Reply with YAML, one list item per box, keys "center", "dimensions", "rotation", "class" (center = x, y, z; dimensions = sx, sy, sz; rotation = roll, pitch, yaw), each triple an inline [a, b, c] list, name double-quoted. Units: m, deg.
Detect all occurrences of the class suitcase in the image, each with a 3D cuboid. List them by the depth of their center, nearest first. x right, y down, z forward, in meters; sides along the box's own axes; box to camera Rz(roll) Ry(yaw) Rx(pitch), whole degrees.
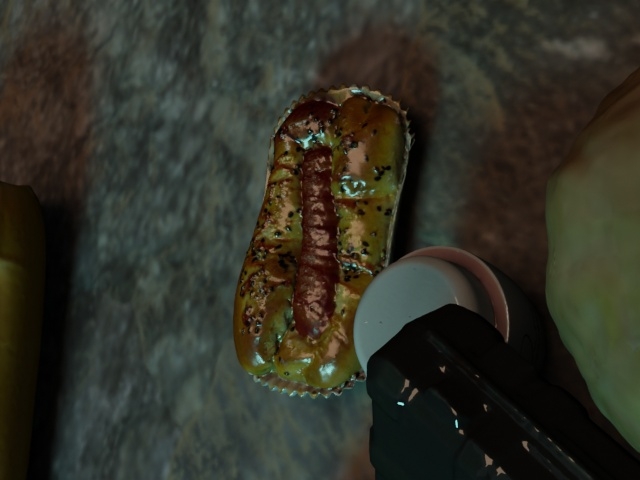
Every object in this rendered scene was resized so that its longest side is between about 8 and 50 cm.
- center: [0.127, 0.177, 0.589]
  dimensions: [0.066, 0.206, 0.285]
  rotation: [-30, 51, -23]
  class: "suitcase"

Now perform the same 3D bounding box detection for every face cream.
- center: [0.071, 0.052, 0.715]
  dimensions: [0.091, 0.095, 0.091]
  rotation: [-10, 72, 34]
  class: "face cream"

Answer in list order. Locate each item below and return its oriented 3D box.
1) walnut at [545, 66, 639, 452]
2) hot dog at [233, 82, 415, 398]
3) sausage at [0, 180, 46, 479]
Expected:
- center: [0.218, -0.012, 0.516]
  dimensions: [0.273, 0.273, 0.227]
  rotation: [-6, 80, 35]
  class: "walnut"
- center: [0.000, 0.000, 0.808]
  dimensions: [0.108, 0.059, 0.191]
  rotation: [3, 78, 33]
  class: "hot dog"
- center: [-0.262, 0.130, 0.931]
  dimensions: [0.134, 0.116, 0.354]
  rotation: [2, 82, 22]
  class: "sausage"
